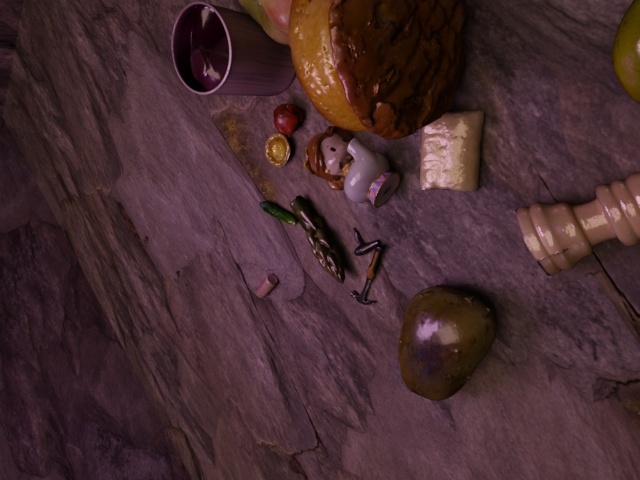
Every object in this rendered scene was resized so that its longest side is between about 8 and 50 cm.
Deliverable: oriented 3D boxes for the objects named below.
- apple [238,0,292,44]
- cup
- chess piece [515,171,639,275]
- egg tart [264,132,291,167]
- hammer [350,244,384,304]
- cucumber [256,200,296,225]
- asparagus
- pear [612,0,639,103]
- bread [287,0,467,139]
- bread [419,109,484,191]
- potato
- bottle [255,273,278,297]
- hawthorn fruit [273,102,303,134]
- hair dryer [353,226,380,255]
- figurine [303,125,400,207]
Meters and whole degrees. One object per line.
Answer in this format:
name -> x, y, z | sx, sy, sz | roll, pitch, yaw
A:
apple -> -0.059, -0.621, 0.913 | 0.319, 0.319, 0.277 | 42, 91, 20
cup -> -0.245, -0.493, 1.109 | 0.289, 0.273, 0.208 | 8, 108, 37
chess piece -> 0.538, -0.053, 0.747 | 0.307, 0.124, 0.138 | -27, 54, 36
egg tart -> -0.121, -0.270, 1.232 | 0.105, 0.039, 0.104 | 12, 111, 35
hammer -> 0.141, 0.099, 1.146 | 0.078, 0.021, 0.200 | 32, 125, 26
cucumber -> -0.135, -0.087, 1.300 | 0.168, 0.039, 0.039 | 29, 120, 26
asparagus -> 0.000, 0.000, 1.200 | 0.080, 0.080, 0.287 | -44, 68, 38
pear -> 0.549, -0.293, 0.620 | 0.188, 0.187, 0.219 | 11, 123, 35
bread -> 0.117, -0.386, 0.785 | 0.216, 0.399, 0.397 | 10, 110, 46
bread -> 0.287, -0.199, 0.922 | 0.140, 0.060, 0.178 | 9, 109, 36
potato -> 0.284, 0.246, 0.989 | 0.210, 0.173, 0.307 | 26, 116, 27
bottle -> -0.185, 0.158, 1.410 | 0.045, 0.045, 0.096 | 51, 129, 14
hawthorn fruit -> -0.091, -0.338, 1.165 | 0.093, 0.093, 0.092 | 12, 111, 35
hair dryer -> 0.117, -0.005, 1.141 | 0.079, 0.031, 0.083 | -30, 76, 29
figurine -> 0.066, -0.189, 1.050 | 0.264, 0.142, 0.189 | 36, 146, 25
